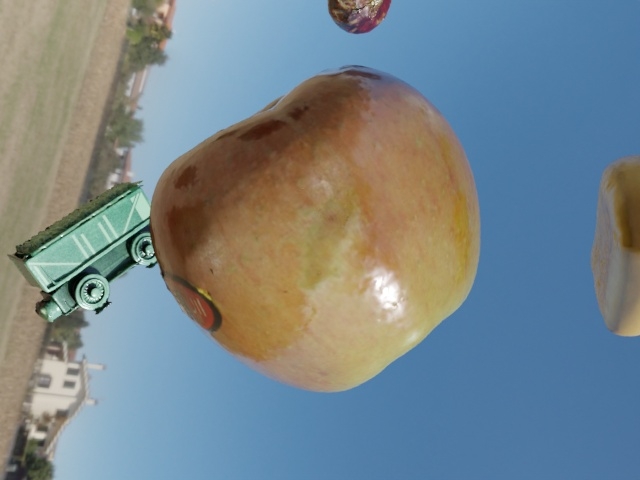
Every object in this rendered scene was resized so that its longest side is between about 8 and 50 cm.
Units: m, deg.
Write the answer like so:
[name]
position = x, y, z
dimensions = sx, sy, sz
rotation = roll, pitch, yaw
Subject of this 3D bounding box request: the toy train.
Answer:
[toy train]
position = -0.384, 0.018, 0.941
dimensions = 0.115, 0.154, 0.269
rotation = 1, -144, 49

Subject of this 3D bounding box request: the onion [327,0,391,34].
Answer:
[onion]
position = 0.061, -0.389, 0.883
dimensions = 0.107, 0.107, 0.097
rotation = -61, -142, 29

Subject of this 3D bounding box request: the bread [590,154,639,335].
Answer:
[bread]
position = 0.363, 0.010, 0.610
dimensions = 0.098, 0.217, 0.147
rotation = -3, -125, 21

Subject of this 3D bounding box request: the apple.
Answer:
[apple]
position = 0.000, 0.000, 0.590
dimensions = 0.339, 0.305, 0.338
rotation = -28, -166, 8
